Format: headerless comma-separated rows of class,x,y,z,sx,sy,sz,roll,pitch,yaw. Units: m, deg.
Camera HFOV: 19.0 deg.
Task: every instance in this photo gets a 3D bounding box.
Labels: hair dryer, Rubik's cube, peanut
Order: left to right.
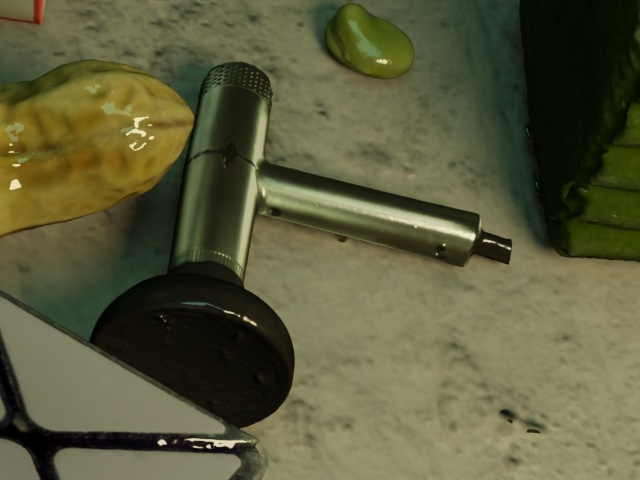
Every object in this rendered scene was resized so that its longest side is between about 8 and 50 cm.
Rubik's cube,-0.220,0.214,1.234,0.255,0.260,0.259,29,28,8
peanut,-0.248,-0.061,1.494,0.305,0.147,0.147,-14,61,-8
hair dryer,0.000,0.001,1.508,0.284,0.155,0.320,10,49,10

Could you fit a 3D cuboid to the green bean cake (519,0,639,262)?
green bean cake,0.297,-0.167,1.551,0.218,0.319,0.335,1,59,-9

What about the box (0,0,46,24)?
box,-0.361,-0.406,1.604,0.312,0.314,0.300,8,56,-3

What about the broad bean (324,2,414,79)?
broad bean,0.043,-0.172,1.681,0.083,0.045,0.063,33,48,3
